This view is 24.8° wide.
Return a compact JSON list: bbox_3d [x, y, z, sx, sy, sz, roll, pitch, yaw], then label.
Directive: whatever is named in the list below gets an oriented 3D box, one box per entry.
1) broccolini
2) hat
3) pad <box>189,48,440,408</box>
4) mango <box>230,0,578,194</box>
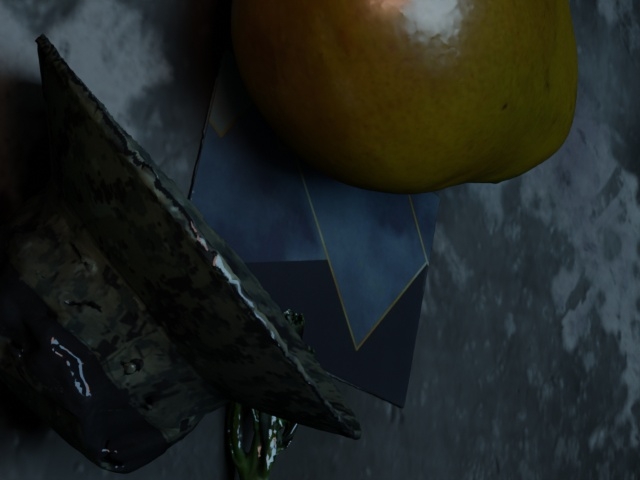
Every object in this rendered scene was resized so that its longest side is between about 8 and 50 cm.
[{"bbox_3d":[-0.045,0.165,0.859,0.057,0.071,0.254,110,-11,-83],"label":"broccolini"},{"bbox_3d":[-0.098,0.034,0.705,0.128,0.265,0.265,-42,125,-4],"label":"hat"},{"bbox_3d":[0.000,0.000,0.944,0.243,0.004,0.163,30,63,-45],"label":"pad"},{"bbox_3d":[0.070,-0.129,0.917,0.317,0.173,0.211,12,75,-58],"label":"mango"}]
